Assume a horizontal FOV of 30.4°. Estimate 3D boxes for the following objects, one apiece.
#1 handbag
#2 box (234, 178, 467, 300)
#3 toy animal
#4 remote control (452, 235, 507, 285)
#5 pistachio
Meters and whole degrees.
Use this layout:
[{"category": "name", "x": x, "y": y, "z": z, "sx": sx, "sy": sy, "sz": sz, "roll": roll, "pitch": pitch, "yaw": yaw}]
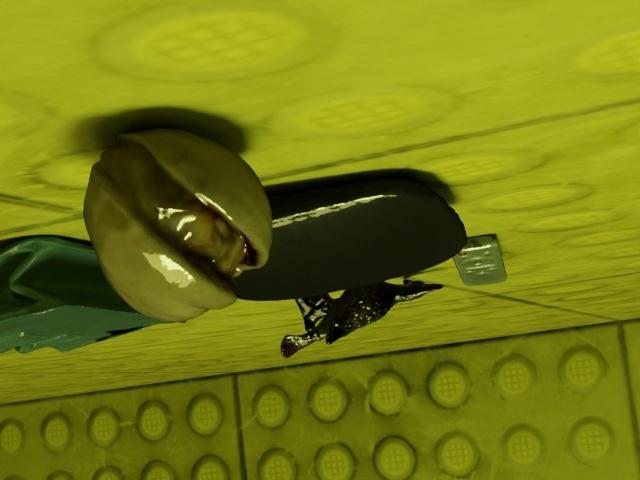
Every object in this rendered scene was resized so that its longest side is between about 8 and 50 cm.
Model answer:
[{"category": "handbag", "x": -0.238, "y": 0.056, "z": 1.021, "sx": 0.179, "sy": 0.062, "sz": 0.229, "roll": -16, "pitch": 167, "yaw": 22}, {"category": "box", "x": 0.000, "y": 0.000, "z": 0.901, "sx": 0.212, "sy": 0.042, "sz": 0.201, "roll": -13, "pitch": 162, "yaw": 12}, {"category": "toy animal", "x": 0.048, "y": 0.079, "z": 1.393, "sx": 0.202, "sy": 0.070, "sz": 0.105, "roll": -15, "pitch": -147, "yaw": 5}, {"category": "remote control", "x": 0.167, "y": 0.019, "z": 1.240, "sx": 0.049, "sy": 0.027, "sz": 0.184, "roll": -9, "pitch": 166, "yaw": 10}, {"category": "pistachio", "x": -0.080, "y": -0.012, "z": 0.661, "sx": 0.113, "sy": 0.113, "sz": 0.149, "roll": -7, "pitch": 156, "yaw": 7}]
